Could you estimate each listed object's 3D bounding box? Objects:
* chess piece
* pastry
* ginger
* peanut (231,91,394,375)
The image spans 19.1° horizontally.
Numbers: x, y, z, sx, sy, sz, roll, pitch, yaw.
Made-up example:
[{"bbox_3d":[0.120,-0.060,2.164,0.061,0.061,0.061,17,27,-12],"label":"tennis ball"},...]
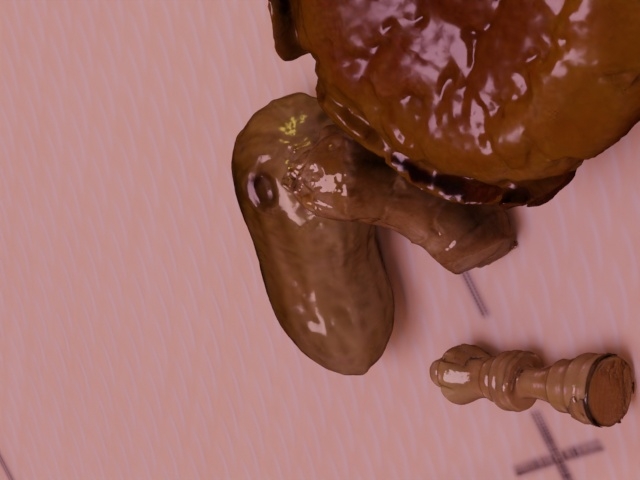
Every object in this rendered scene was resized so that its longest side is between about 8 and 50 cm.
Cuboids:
[{"bbox_3d":[0.153,0.107,1.454,0.172,0.060,0.060,4,112,45],"label":"chess piece"},{"bbox_3d":[0.104,-0.199,1.284,0.356,0.163,0.356,18,118,38],"label":"pastry"},{"bbox_3d":[0.066,-0.035,1.421,0.069,0.190,0.095,-135,62,-73],"label":"ginger"},{"bbox_3d":[0.000,0.000,1.507,0.120,0.110,0.236,-5,108,34],"label":"peanut"}]
